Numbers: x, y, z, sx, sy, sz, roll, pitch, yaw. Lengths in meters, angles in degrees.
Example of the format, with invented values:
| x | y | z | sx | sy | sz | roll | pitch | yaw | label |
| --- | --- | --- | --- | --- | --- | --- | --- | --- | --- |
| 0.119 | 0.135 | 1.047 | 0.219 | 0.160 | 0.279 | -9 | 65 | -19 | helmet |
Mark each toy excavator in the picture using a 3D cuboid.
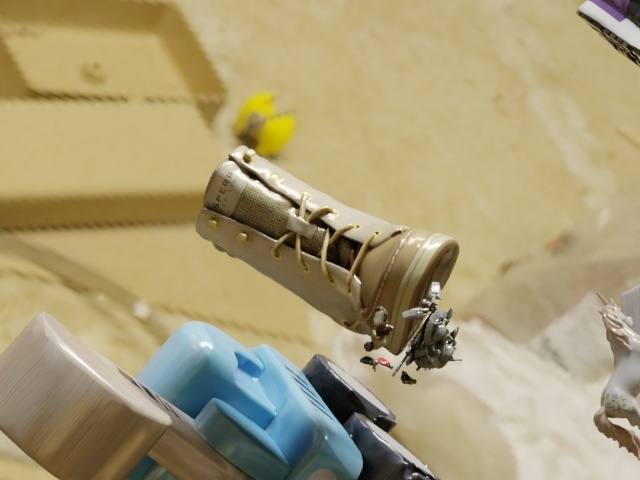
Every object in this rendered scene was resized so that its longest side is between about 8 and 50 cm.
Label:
| x | y | z | sx | sy | sz | roll | pitch | yaw | label |
| --- | --- | --- | --- | --- | --- | --- | --- | --- | --- |
| -0.117 | 0.174 | 1.552 | 0.445 | 0.222 | 0.433 | 38 | 4 | -23 | toy excavator |

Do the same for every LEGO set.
| x | y | z | sx | sy | sz | roll | pitch | yaw | label |
| --- | --- | --- | --- | --- | --- | --- | --- | --- | --- |
| 0.052 | 0.053 | 0.931 | 0.023 | 0.054 | 0.083 | 19 | 25 | 32 | LEGO set |

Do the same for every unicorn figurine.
| x | y | z | sx | sy | sz | roll | pitch | yaw | label |
| --- | --- | --- | --- | --- | --- | --- | --- | --- | --- |
| 0.324 | 0.133 | 1.864 | 0.111 | 0.060 | 0.162 | 26 | 62 | -8 | unicorn figurine |

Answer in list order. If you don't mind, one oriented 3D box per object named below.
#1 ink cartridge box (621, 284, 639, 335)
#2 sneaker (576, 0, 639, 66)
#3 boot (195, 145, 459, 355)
| x | y | z | sx | sy | sz | roll | pitch | yaw | label |
| --- | --- | --- | --- | --- | --- | --- | --- | --- | --- |
| 0.440 | 0.096 | 2.239 | 0.063 | 0.150 | 0.109 | 16 | 62 | -25 | ink cartridge box |
| 0.389 | -0.220 | 1.886 | 0.107 | 0.124 | 0.283 | 33 | 9 | -45 | sneaker |
| 0.000 | 0.000 | 1.427 | 0.203 | 0.095 | 0.262 | 32 | -6 | 2 | boot |
